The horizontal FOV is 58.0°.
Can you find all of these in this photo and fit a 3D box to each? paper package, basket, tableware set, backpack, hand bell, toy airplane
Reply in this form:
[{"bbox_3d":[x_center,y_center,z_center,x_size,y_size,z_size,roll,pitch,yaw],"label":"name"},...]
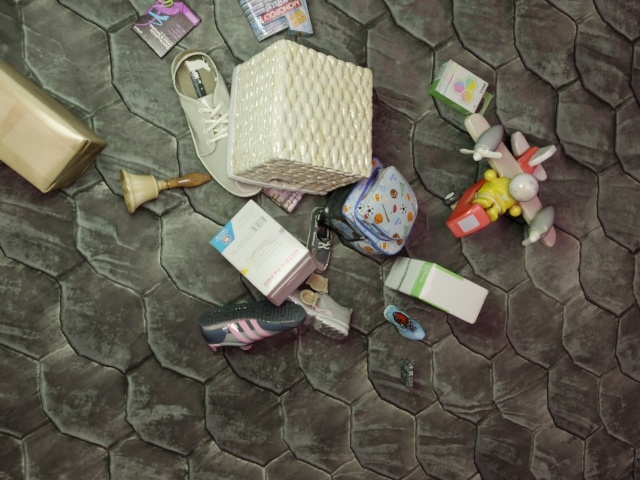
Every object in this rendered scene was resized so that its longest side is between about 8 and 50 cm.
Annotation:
[{"bbox_3d":[-0.730,-0.291,1.435,0.325,0.309,0.168,40,90,-14],"label":"paper package"},{"bbox_3d":[-0.050,-0.319,1.556,0.328,0.266,0.331,7,80,-34],"label":"basket"},{"bbox_3d":[-0.056,0.128,1.749,0.168,0.141,0.020,30,132,-2],"label":"tableware set"},{"bbox_3d":[0.167,-0.089,1.723,0.263,0.213,0.276,46,67,-35],"label":"backpack"},{"bbox_3d":[-0.431,-0.160,1.644,0.242,0.126,0.126,-13,99,-24],"label":"hand bell"},{"bbox_3d":[0.598,-0.177,1.798,0.386,0.272,0.384,7,94,-14],"label":"toy airplane"}]

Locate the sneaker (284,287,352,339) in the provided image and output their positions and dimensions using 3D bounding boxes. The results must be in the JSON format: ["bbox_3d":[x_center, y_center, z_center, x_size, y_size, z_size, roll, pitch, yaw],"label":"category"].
[{"bbox_3d":[-0.029,0.199,1.791,0.281,0.105,0.115,32,53,-10],"label":"sneaker"}]

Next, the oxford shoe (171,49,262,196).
[{"bbox_3d":[-0.291,-0.327,1.620,0.169,0.130,0.449,-25,97,-10],"label":"oxford shoe"}]

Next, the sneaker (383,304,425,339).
[{"bbox_3d":[0.277,0.276,1.870,0.162,0.073,0.063,37,86,-15],"label":"sneaker"}]

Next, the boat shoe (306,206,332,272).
[{"bbox_3d":[0.000,0.000,1.775,0.075,0.065,0.206,-1,97,-14],"label":"boat shoe"}]

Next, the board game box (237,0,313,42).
[{"bbox_3d":[-0.114,-0.665,1.677,0.194,0.060,0.194,-30,101,-9],"label":"board game box"}]

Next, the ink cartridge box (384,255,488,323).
[{"bbox_3d":[0.346,0.144,1.771,0.198,0.273,0.115,26,87,-15],"label":"ink cartridge box"}]

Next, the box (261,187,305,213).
[{"bbox_3d":[-0.106,-0.208,1.738,0.184,0.045,0.191,38,87,-12],"label":"box"}]

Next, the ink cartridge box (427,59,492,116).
[{"bbox_3d":[0.459,-0.471,1.839,0.209,0.062,0.109,27,88,-16],"label":"ink cartridge box"}]

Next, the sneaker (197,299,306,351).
[{"bbox_3d":[-0.193,0.258,1.713,0.319,0.112,0.131,-4,120,9],"label":"sneaker"}]

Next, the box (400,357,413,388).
[{"bbox_3d":[0.283,0.435,1.893,0.018,0.067,0.083,-3,96,-14],"label":"box"}]

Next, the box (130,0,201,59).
[{"bbox_3d":[-0.432,-0.607,1.620,0.116,0.029,0.162,44,86,-14],"label":"box"}]

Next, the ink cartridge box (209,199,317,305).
[{"bbox_3d":[-0.155,0.040,1.640,0.232,0.168,0.171,42,84,18],"label":"ink cartridge box"}]
